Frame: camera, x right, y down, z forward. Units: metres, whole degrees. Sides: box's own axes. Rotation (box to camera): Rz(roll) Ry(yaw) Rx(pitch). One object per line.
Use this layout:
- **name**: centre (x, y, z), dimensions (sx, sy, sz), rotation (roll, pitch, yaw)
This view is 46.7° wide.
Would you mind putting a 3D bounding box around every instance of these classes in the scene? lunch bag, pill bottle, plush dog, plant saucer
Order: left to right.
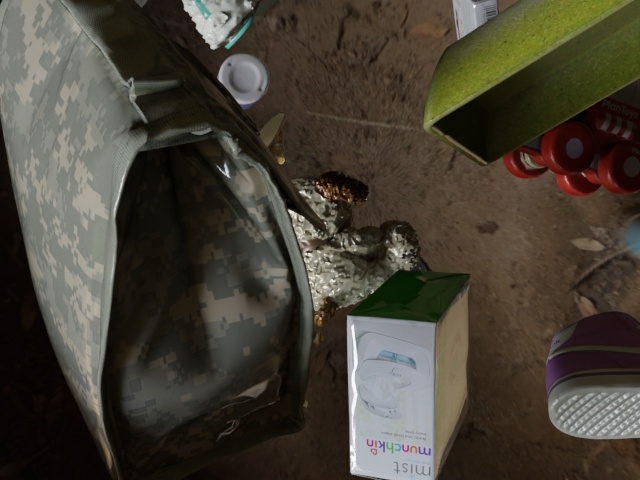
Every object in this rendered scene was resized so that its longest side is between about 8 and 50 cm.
- **lunch bag**: centre (-0.112, -0.021, 0.494), dimensions (0.168, 0.235, 0.287), rotation (-18, 135, -24)
- **pill bottle**: centre (-0.198, -0.395, 1.859), dimensions (0.124, 0.221, 0.124), rotation (-1, 96, -9)
- **plush dog**: centre (0.000, 0.000, 1.231), dimensions (0.262, 0.210, 0.226), rotation (-18, 103, 39)
- **plant saucer**: centre (0.160, -0.124, 0.479), dimensions (0.188, 0.188, 0.045), rotation (-30, 77, 19)

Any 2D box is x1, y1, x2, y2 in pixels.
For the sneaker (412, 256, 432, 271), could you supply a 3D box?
- **sneaker**: centre (0.210, 0.056, 1.790), dimensions (0.162, 0.281, 0.107), rotation (8, 101, -37)

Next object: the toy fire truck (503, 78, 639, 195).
- **toy fire truck**: centre (0.501, -0.229, 1.413), dimensions (0.302, 0.169, 0.254), rotation (16, 87, -17)

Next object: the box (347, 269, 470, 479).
- **box**: centre (0.133, 0.184, 1.072), dimensions (0.126, 0.262, 0.231), rotation (2, 101, 21)

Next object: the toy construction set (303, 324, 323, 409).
- **toy construction set**: centre (-0.078, 0.263, 1.812), dimensions (0.257, 0.237, 0.309), rotation (-17, 71, 26)

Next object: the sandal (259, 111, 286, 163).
- **sandal**: centre (-0.130, -0.210, 1.864), dimensions (0.079, 0.088, 0.240), rotation (45, 54, -30)

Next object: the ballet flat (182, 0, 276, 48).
- **ballet flat**: centre (-0.128, -0.430, 1.196), dimensions (0.146, 0.409, 0.147), rotation (4, 119, 7)

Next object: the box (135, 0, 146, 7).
- **box**: centre (-0.260, -0.365, 0.981), dimensions (0.038, 0.145, 0.186), rotation (17, 52, 2)

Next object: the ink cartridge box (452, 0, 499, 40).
- **ink cartridge box**: centre (0.343, -0.458, 1.622), dimensions (0.066, 0.232, 0.189), rotation (-10, 120, 7)

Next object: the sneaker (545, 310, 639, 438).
- **sneaker**: centre (0.392, 0.134, 0.802), dimensions (0.282, 0.161, 0.102), rotation (3, 121, 15)
